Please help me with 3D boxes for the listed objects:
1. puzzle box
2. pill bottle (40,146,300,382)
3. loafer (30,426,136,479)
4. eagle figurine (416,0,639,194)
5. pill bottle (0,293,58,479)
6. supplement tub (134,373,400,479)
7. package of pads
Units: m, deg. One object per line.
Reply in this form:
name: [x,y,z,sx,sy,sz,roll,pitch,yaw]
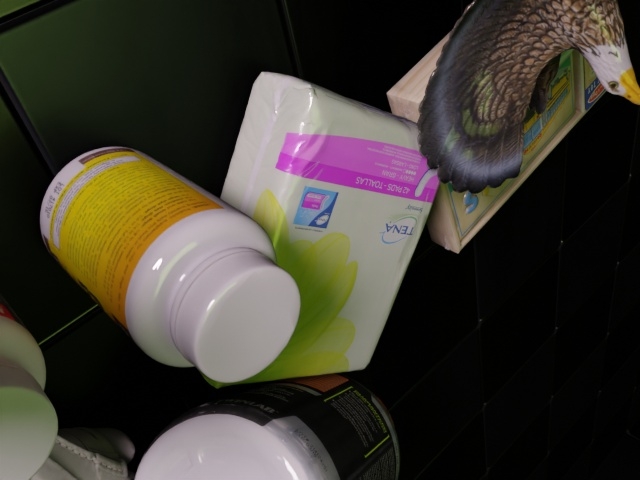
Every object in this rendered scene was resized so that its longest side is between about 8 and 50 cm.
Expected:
puzzle box: [0.267,-0.207,0.859,0.409,0.052,0.272,-45,138,-17]
pill bottle: [-0.113,0.014,0.475,0.117,0.215,0.117,-24,128,-35]
loafer: [-0.226,0.216,0.580,0.320,0.112,0.112,66,28,-43]
eagle figurine: [0.212,-0.199,0.599,0.226,0.298,0.225,0,72,-26]
pill bottle: [-0.242,0.081,0.410,0.108,0.180,0.108,-25,129,-35]
supplement tub: [-0.029,0.242,0.669,0.194,0.193,0.316,-65,159,6]
package of pads: [0.000,0.000,0.672,0.229,0.101,0.297,7,108,-46]
